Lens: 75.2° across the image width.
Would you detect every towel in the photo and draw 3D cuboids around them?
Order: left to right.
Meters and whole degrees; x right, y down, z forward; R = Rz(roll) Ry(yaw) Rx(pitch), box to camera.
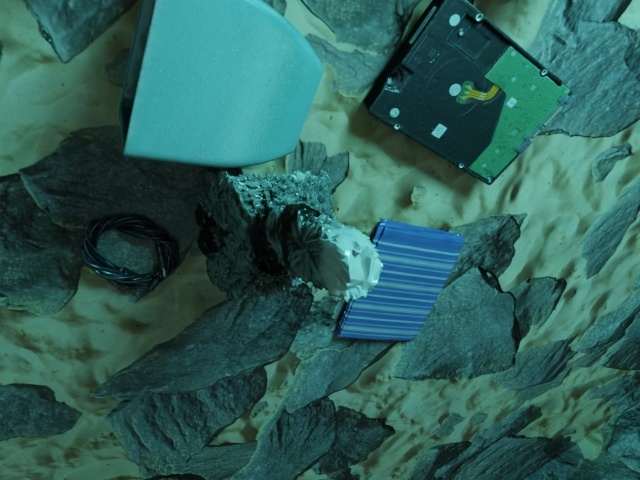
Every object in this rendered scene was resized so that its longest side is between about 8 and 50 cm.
[{"bbox_3d":[0.193,0.112,1.036,0.243,0.040,0.336,8,118,-20],"label":"towel"}]

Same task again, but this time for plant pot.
[{"bbox_3d":[-0.146,-0.250,0.633,0.252,0.247,0.247,10,116,-31],"label":"plant pot"}]

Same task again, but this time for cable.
[{"bbox_3d":[-0.377,0.022,0.828,0.150,0.047,0.184,-39,120,8],"label":"cable"}]

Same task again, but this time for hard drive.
[{"bbox_3d":[0.285,-0.274,0.801,0.339,0.064,0.237,23,122,-23],"label":"hard drive"}]

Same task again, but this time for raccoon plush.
[{"bbox_3d":[0.000,0.000,0.690,0.299,0.446,0.216,-10,119,-39],"label":"raccoon plush"}]

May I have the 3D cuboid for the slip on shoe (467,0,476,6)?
[{"bbox_3d":[0.266,-0.462,0.729,0.051,0.041,0.135,8,116,-18],"label":"slip on shoe"}]
